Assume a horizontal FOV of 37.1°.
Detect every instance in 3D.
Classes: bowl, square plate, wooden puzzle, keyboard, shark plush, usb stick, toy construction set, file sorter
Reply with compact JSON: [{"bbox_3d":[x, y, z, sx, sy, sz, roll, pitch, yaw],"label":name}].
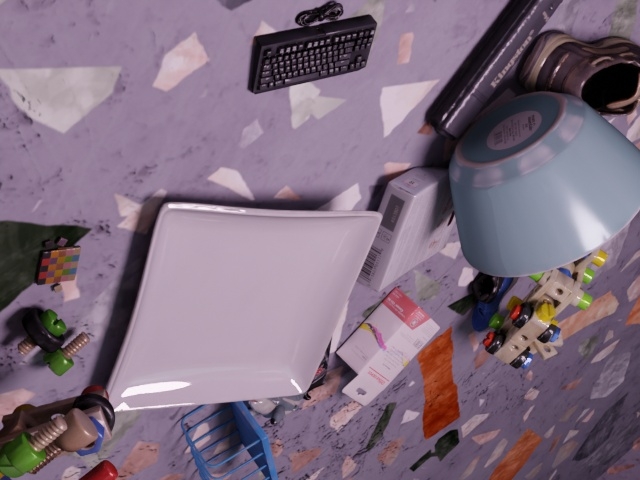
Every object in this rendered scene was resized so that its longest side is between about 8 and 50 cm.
[{"bbox_3d":[0.317,-0.107,1.436,0.311,0.311,0.163,-40,117,-8],"label":"bowl"},{"bbox_3d":[-0.115,0.090,1.343,0.344,0.049,0.347,1,124,-35],"label":"square plate"},{"bbox_3d":[-0.316,0.029,1.152,0.049,0.006,0.083,-8,130,-41],"label":"wooden puzzle"},{"bbox_3d":[-0.004,-0.243,1.191,0.180,0.023,0.108,-20,137,-33],"label":"keyboard"},{"bbox_3d":[-0.056,0.258,1.602,0.161,0.073,0.067,-8,100,-35],"label":"shark plush"},{"bbox_3d":[0.261,-0.269,1.413,0.278,0.045,0.077,-54,146,9],"label":"usb stick"},{"bbox_3d":[0.411,0.121,1.787,0.327,0.151,0.215,99,16,-48],"label":"toy construction set"},{"bbox_3d":[-0.374,0.214,1.046,0.237,0.309,0.257,-40,136,-1],"label":"toy construction set"},{"bbox_3d":[-0.147,0.344,1.538,0.104,0.118,0.170,-28,141,-17],"label":"file sorter"}]

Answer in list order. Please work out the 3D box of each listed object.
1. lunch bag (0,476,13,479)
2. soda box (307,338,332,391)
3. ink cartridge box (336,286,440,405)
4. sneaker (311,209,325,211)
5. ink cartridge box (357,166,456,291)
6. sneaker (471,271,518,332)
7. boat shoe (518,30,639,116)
[{"bbox_3d":[-0.438,0.378,1.320,0.067,0.065,0.098,-34,145,-42],"label":"lunch bag"},{"bbox_3d":[-0.020,0.169,1.541,0.053,0.060,0.169,-19,136,-28],"label":"soda box"},{"bbox_3d":[0.107,0.190,1.686,0.198,0.067,0.115,-48,144,-1],"label":"ink cartridge box"},{"bbox_3d":[0.000,0.000,1.416,0.069,0.038,0.098,-1,126,-44],"label":"sneaker"},{"bbox_3d":[0.158,-0.037,1.550,0.232,0.066,0.189,-34,148,-52],"label":"ink cartridge box"},{"bbox_3d":[0.313,0.113,1.829,0.085,0.058,0.152,0,127,-42],"label":"sneaker"},{"bbox_3d":[0.472,-0.254,1.568,0.355,0.130,0.132,-8,130,-41],"label":"boat shoe"}]
